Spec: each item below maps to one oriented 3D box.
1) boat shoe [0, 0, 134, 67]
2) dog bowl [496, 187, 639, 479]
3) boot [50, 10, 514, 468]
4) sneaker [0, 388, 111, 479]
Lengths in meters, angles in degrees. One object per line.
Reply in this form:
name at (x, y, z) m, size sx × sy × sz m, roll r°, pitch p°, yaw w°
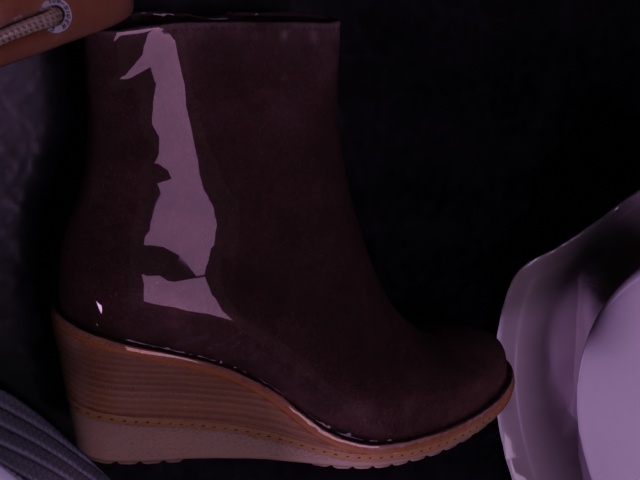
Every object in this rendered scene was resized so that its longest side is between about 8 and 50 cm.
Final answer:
boat shoe at (-0.207, -0.039, 0.396) m, size 0.324 × 0.123 × 0.116 m, roll -30°, pitch 109°, yaw 0°
dog bowl at (0.253, 0.109, 0.631) m, size 0.102 × 0.348 × 0.349 m, roll -23°, pitch 118°, yaw -36°
boot at (0.000, 0.000, 0.580) m, size 0.248 × 0.090 × 0.207 m, roll -2°, pitch 110°, yaw -26°
sneaker at (-0.183, 0.100, 0.518) m, size 0.258 × 0.094 × 0.091 m, roll 37°, pitch 95°, yaw -25°
